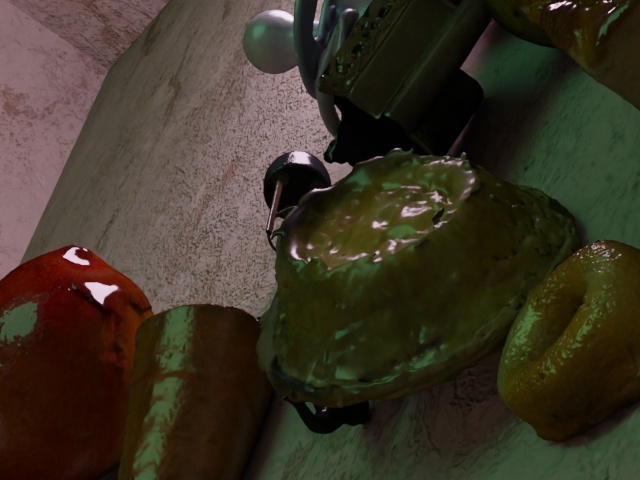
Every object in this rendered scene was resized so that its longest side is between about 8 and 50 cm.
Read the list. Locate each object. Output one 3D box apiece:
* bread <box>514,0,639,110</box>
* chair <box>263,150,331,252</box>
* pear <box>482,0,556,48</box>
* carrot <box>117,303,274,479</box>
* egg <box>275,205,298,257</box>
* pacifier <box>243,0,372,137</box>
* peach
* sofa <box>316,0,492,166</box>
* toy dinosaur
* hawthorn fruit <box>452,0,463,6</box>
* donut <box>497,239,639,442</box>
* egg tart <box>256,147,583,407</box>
[{"bbox_3d":[0.335,-0.238,1.436,0.279,0.207,0.279,-51,17,15],"label":"bread"},{"bbox_3d":[-0.033,-0.026,2.237,0.221,0.104,0.095,-90,20,-56],"label":"chair"},{"bbox_3d":[0.252,-0.314,1.832,0.197,0.197,0.197,-48,19,23],"label":"pear"},{"bbox_3d":[-0.143,0.223,2.002,0.196,0.196,0.254,-37,36,46],"label":"carrot"},{"bbox_3d":[0.000,0.000,2.071,0.135,0.103,0.103,-46,20,39],"label":"egg"},{"bbox_3d":[-0.001,-0.249,2.203,0.233,0.299,0.244,7,75,32],"label":"pacifier"},{"bbox_3d":[-0.377,0.192,2.416,0.373,0.290,0.373,-53,21,32],"label":"peach"},{"bbox_3d":[0.121,-0.163,1.908,0.200,0.182,0.258,-57,-13,-16],"label":"sofa"},{"bbox_3d":[-0.010,0.128,1.727,0.087,0.179,0.187,-47,47,33],"label":"toy dinosaur"},{"bbox_3d":[0.151,-0.416,2.083,0.268,0.301,0.268,-51,12,15],"label":"hawthorn fruit"},{"bbox_3d":[0.219,0.078,1.404,0.190,0.074,0.174,-36,26,48],"label":"donut"},{"bbox_3d":[0.076,0.018,1.597,0.345,0.132,0.345,-20,28,11],"label":"egg tart"}]
